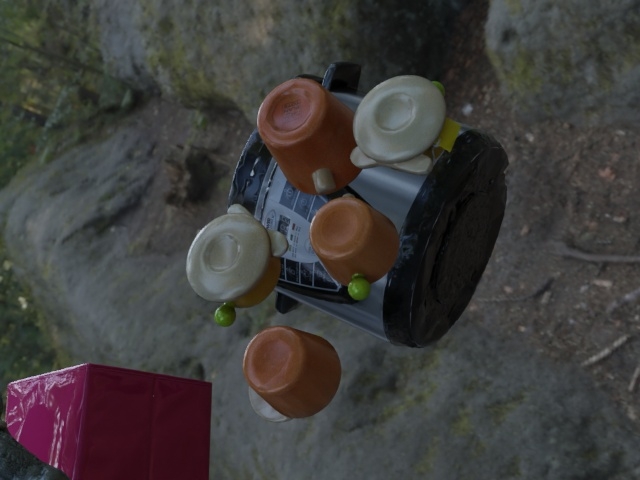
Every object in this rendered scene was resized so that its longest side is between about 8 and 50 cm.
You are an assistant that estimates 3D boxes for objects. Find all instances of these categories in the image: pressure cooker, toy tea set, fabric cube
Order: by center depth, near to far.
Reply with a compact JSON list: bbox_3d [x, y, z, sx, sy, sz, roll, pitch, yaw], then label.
[{"bbox_3d":[0.000,0.000,0.790,0.200,0.124,0.336,19,77,32],"label":"toy tea set"},{"bbox_3d":[0.050,-0.052,1.387,0.420,0.375,0.370,24,68,26],"label":"pressure cooker"},{"bbox_3d":[-0.348,0.358,1.388,0.254,0.259,0.258,-19,64,40],"label":"fabric cube"}]

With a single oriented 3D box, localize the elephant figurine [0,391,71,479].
[{"bbox_3d":[-0.341,0.164,0.731,0.169,0.239,0.186,-46,22,14],"label":"elephant figurine"}]
